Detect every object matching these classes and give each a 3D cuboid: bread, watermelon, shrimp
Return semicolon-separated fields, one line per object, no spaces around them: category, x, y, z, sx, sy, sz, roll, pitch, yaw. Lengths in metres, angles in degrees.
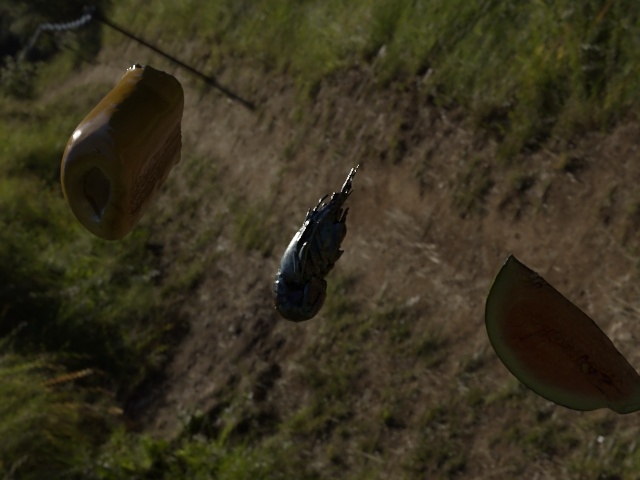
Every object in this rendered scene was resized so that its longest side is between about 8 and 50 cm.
bread;-0.206;-0.092;1.068;0.173;0.085;0.134;-65;-11;-51
watermelon;0.324;0.150;1.480;0.128;0.303;0.159;-45;8;0
shrimp;0.000;0.000;1.386;0.079;0.090;0.233;25;90;25
